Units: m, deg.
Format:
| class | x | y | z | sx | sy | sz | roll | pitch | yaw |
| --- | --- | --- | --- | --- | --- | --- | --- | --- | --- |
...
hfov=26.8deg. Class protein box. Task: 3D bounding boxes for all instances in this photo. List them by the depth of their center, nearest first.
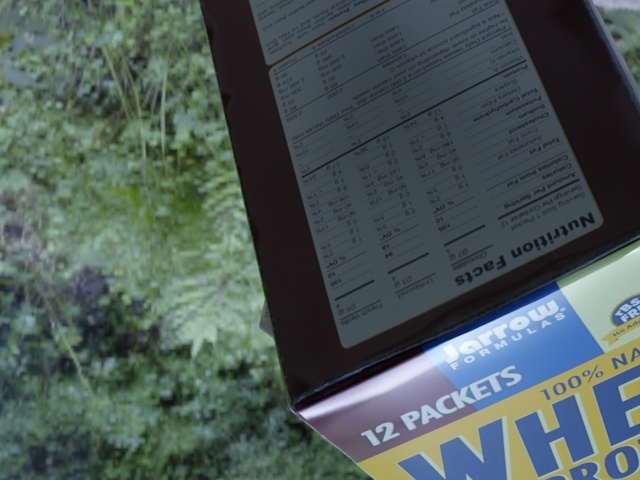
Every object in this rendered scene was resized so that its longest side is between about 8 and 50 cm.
| class | x | y | z | sx | sy | sz | roll | pitch | yaw |
| --- | --- | --- | --- | --- | --- | --- | --- | --- | --- |
| protein box | 0.073 | -0.005 | 0.521 | 0.136 | 0.201 | 0.200 | -27 | 139 | 15 |

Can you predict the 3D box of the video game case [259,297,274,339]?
| class | x | y | z | sx | sy | sz | roll | pitch | yaw |
| --- | --- | --- | --- | --- | --- | --- | --- | --- | --- |
| video game case | 0.000 | 0.000 | 1.171 | 0.023 | 0.183 | 0.201 | 12 | 94 | -19 |
